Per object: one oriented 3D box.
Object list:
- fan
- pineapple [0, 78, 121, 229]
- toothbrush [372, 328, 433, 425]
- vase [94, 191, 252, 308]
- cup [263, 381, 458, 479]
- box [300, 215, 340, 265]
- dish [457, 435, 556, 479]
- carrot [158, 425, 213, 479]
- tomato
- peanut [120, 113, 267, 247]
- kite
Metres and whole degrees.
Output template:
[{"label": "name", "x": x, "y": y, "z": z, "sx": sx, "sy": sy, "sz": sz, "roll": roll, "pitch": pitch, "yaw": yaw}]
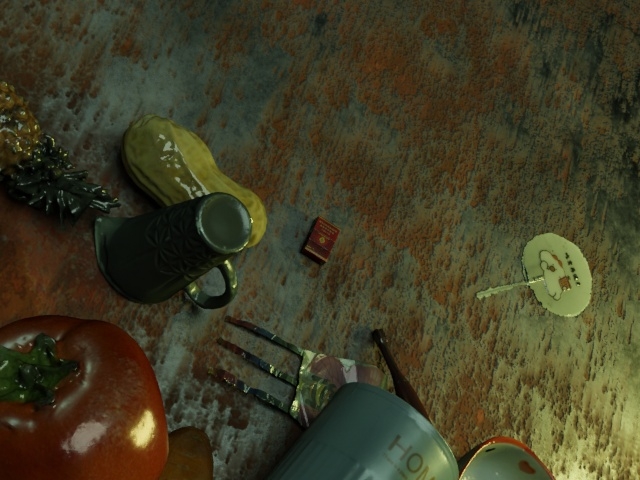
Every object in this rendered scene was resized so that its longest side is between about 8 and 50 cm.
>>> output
[{"label": "fan", "x": 0.453, "y": 0.083, "z": 2.362, "sx": 0.329, "sy": 0.009, "sz": 0.191, "roll": -10, "pitch": 76, "yaw": -32}, {"label": "pineapple", "x": -0.489, "y": -0.134, "z": 1.857, "sx": 0.340, "sy": 0.169, "sz": 0.169, "roll": 40, "pitch": 56, "yaw": -16}, {"label": "toothbrush", "x": 0.169, "y": 0.309, "z": 2.031, "sx": 0.040, "sy": 0.041, "sz": 0.364, "roll": -3, "pitch": 50, "yaw": -30}, {"label": "vase", "x": -0.224, "y": 0.014, "z": 1.856, "sx": 0.251, "sy": 0.300, "sz": 0.156, "roll": 46, "pitch": 55, "yaw": -16}, {"label": "cup", "x": 0.039, "y": 0.455, "z": 1.861, "sx": 0.256, "sy": 0.331, "sz": 0.311, "roll": 25, "pitch": 53, "yaw": 31}, {"label": "box", "x": 0.000, "y": 0.000, "z": 2.137, "sx": 0.051, "sy": 0.023, "sz": 0.082, "roll": 32, "pitch": 58, "yaw": -13}, {"label": "dish", "x": 0.316, "y": 0.496, "z": 2.051, "sx": 0.256, "sy": 0.117, "sz": 0.256, "roll": 11, "pitch": 66, "yaw": -25}, {"label": "carrot", "x": -0.242, "y": 0.397, "z": 1.783, "sx": 0.159, "sy": 0.159, "sz": 0.225, "roll": 32, "pitch": 45, "yaw": -14}, {"label": "tomato", "x": -0.390, "y": 0.280, "z": 1.653, "sx": 0.341, "sy": 0.273, "sz": 0.341, "roll": -7, "pitch": 39, "yaw": 5}, {"label": "peanut", "x": -0.223, "y": -0.099, "z": 1.989, "sx": 0.305, "sy": 0.147, "sz": 0.147, "roll": 45, "pitch": 56, "yaw": -7}, {"label": "kite", "x": -0.030, "y": 0.264, "z": 2.014, "sx": 0.360, "sy": 0.022, "sz": 0.204, "roll": 27, "pitch": 59, "yaw": -18}]
